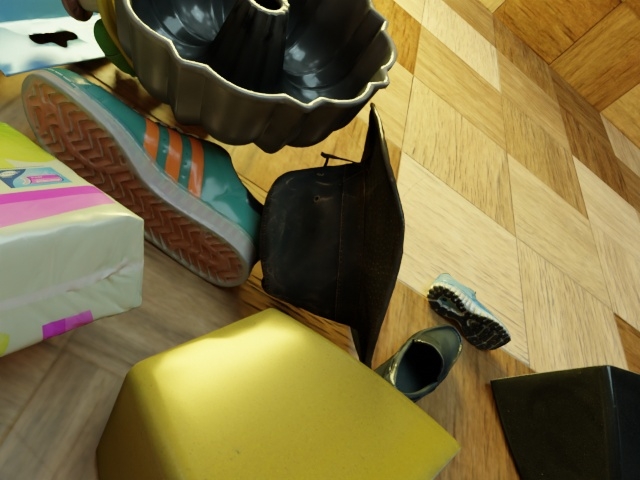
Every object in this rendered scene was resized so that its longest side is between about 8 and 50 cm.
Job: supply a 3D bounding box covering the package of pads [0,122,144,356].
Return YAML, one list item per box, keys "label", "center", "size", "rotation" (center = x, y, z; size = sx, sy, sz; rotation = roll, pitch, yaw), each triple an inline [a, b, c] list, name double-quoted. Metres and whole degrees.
- label: "package of pads"
  center: [-0.307, 0.003, 0.330]
  size: [0.229, 0.101, 0.296]
  rotation: [29, 31, 31]

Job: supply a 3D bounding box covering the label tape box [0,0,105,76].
- label: "label tape box"
  center: [-0.385, -0.358, 0.575]
  size: [0.333, 0.106, 0.241]
  rotation: [41, 29, -7]

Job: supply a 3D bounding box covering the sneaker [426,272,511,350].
- label: "sneaker"
  center: [0.248, 0.109, 0.822]
  size: [0.162, 0.063, 0.073]
  rotation: [42, 38, -6]

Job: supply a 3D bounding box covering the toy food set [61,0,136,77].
- label: "toy food set"
  center: [-0.255, -0.286, 0.623]
  size: [0.071, 0.218, 0.128]
  rotation: [3, 63, 14]

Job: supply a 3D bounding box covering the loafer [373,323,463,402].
- label: "loafer"
  center: [0.136, 0.164, 0.669]
  size: [0.223, 0.078, 0.076]
  rotation: [-20, 73, -47]

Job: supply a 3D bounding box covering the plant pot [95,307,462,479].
- label: "plant pot"
  center: [-0.059, 0.182, 0.406]
  size: [0.212, 0.212, 0.187]
  rotation: [-16, 58, -46]

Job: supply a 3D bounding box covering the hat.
- label: "hat"
  center: [0.000, 0.000, 0.576]
  size: [0.133, 0.331, 0.332]
  rotation: [4, 51, -2]

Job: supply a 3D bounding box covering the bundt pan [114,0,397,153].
- label: "bundt pan"
  center: [-0.080, -0.236, 0.608]
  size: [0.330, 0.124, 0.331]
  rotation: [12, 54, -17]

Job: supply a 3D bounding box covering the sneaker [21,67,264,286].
- label: "sneaker"
  center: [-0.180, -0.081, 0.576]
  size: [0.302, 0.108, 0.121]
  rotation: [44, 39, -17]

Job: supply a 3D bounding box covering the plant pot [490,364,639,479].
- label: "plant pot"
  center: [0.381, 0.285, 0.719]
  size: [0.187, 0.188, 0.167]
  rotation: [19, 60, -29]
